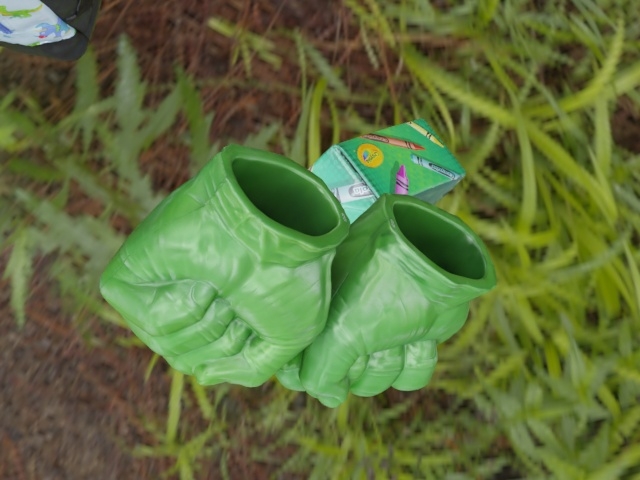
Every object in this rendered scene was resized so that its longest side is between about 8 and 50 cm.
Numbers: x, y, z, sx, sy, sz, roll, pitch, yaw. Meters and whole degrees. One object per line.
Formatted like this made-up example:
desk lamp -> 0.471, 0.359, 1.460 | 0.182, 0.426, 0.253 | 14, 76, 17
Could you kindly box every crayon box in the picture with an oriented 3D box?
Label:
crayon box -> 0.000, 0.000, 1.907 | 0.278, 0.165, 0.081 | -45, 76, 34

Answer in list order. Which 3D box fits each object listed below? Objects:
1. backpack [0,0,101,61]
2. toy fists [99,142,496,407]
backpack -> -0.315, -0.331, 1.659 | 0.273, 0.355, 0.290 | 7, 89, 0
toy fists -> -0.012, 0.037, 1.195 | 0.279, 0.096, 0.142 | 14, 132, -46
